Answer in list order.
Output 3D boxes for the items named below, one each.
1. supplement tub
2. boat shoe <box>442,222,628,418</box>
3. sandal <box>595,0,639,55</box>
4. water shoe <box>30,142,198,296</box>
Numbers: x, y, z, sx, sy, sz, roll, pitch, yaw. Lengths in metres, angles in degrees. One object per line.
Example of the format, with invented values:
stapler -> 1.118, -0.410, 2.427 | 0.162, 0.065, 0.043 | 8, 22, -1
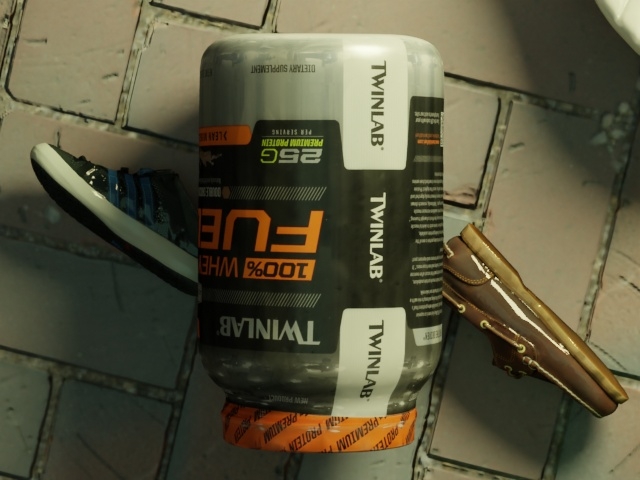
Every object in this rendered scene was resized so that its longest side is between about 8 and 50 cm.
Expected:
supplement tub -> 0.000, 0.000, 1.647 | 0.207, 0.207, 0.338 | 0, 91, 5
boat shoe -> 0.174, 0.081, 1.705 | 0.073, 0.073, 0.207 | -45, 81, 7
sandal -> 0.257, -0.275, 1.675 | 0.169, 0.102, 0.416 | -37, 75, -9
water shoe -> -0.161, -0.033, 1.740 | 0.203, 0.073, 0.080 | 37, 73, -1
